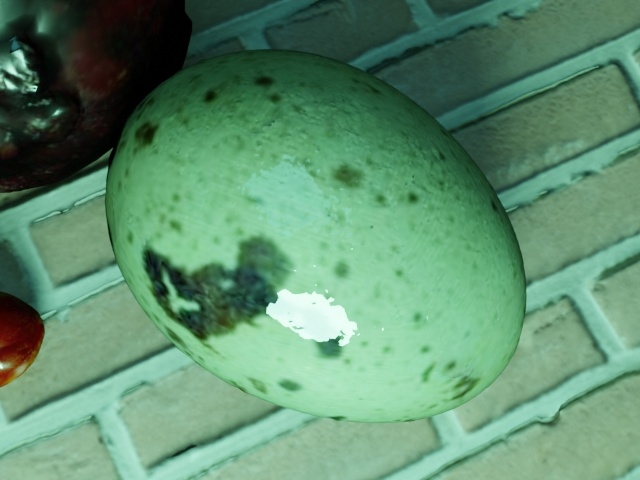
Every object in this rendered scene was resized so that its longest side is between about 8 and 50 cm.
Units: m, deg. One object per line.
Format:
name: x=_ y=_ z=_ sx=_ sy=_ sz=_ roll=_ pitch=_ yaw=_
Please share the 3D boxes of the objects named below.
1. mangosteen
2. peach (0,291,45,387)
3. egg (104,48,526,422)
mangosteen: x=-0.289 y=-0.242 z=0.709 sx=0.381 sy=0.381 sz=0.421 roll=10 pitch=46 yaw=1
peach: x=-0.317 y=0.091 z=0.744 sx=0.101 sy=0.100 sz=0.100 roll=0 pitch=75 yaw=-1
egg: x=0.000 y=0.000 z=0.679 sx=0.379 sy=0.287 sz=0.287 roll=31 pitch=76 yaw=-12
